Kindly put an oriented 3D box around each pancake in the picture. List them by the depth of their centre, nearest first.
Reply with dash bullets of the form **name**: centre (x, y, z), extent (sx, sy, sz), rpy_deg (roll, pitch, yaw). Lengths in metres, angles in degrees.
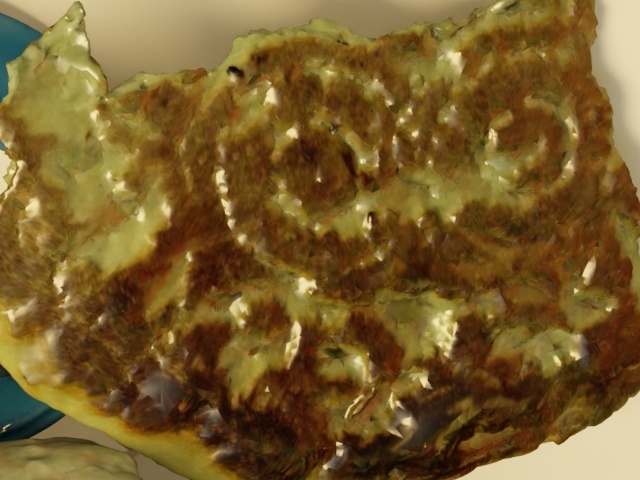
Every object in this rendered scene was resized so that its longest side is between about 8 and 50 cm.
- **pancake**: centre (0.001, 0.005, 1.080), extent (0.427, 0.067, 0.304), rpy_deg (-8, 107, -19)

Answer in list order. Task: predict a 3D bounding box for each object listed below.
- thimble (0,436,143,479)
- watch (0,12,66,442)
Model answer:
- **thimble**: centre (-0.173, 0.259, 1.063), extent (0.195, 0.291, 0.291), rpy_deg (-8, 120, -10)
- **watch**: centre (-0.248, 0.027, 1.121), extent (0.274, 0.241, 0.305), rpy_deg (6, 122, -12)
